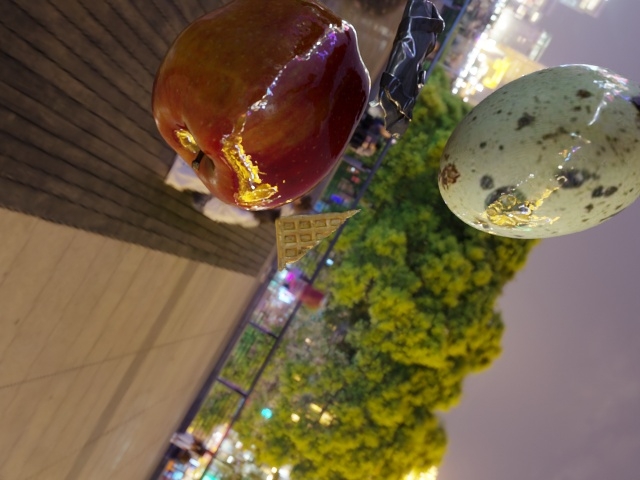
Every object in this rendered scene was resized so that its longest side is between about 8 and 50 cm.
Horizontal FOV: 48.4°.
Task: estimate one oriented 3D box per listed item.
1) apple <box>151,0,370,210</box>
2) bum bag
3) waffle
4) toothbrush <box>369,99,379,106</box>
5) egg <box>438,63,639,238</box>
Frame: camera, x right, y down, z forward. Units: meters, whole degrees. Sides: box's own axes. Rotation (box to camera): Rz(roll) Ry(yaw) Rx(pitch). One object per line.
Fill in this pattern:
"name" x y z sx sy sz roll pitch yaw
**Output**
"apple" -0.085 -0.202 1.020 0.317 0.288 0.288 -48 172 -21
"bum bag" 0.119 -0.230 0.922 0.087 0.049 0.198 37 68 -49
"waffle" 0.000 0.000 1.512 0.032 0.190 0.125 174 -88 -73
"toothbrush" 0.134 -0.284 1.373 0.131 0.013 0.011 -20 -138 59
"egg" 0.390 -0.145 1.227 0.379 0.288 0.287 -25 -177 10
